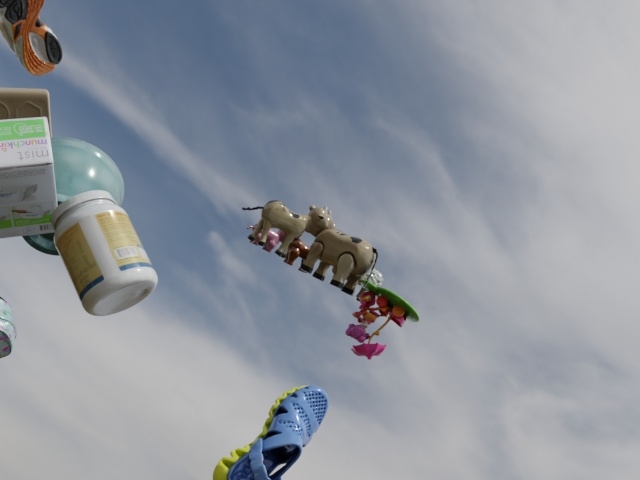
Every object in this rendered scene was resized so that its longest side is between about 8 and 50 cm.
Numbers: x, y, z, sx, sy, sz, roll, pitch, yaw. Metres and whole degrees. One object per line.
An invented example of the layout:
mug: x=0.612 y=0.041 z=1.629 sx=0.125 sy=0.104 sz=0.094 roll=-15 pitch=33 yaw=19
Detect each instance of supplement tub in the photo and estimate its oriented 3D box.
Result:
supplement tub: x=-0.402 y=0.023 z=1.454 sx=0.200 sy=0.144 sz=0.144 roll=61 pitch=-30 yaw=17

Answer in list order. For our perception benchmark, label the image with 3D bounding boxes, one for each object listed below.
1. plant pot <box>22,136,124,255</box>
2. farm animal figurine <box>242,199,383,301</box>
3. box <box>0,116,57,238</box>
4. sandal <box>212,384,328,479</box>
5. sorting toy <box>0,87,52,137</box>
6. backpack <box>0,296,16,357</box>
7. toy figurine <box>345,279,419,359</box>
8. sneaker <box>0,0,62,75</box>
plant pot: x=-0.654 y=-0.086 z=1.990 sx=0.292 sy=0.196 sz=0.293 roll=-3 pitch=-53 yaw=-4
farm animal figurine: x=0.000 y=0.000 z=1.940 sx=0.326 sy=0.172 sz=0.330 roll=27 pitch=-4 yaw=16
box: x=-0.648 y=-0.109 z=1.517 sx=0.231 sy=0.261 sz=0.127 roll=109 pitch=-32 yaw=-54
sandal: x=-0.078 y=0.437 z=1.683 sx=0.138 sy=0.317 sz=0.126 roll=-9 pitch=-59 yaw=52
sorting toy: x=-0.815 y=-0.301 z=2.103 sx=0.192 sy=0.038 sz=0.209 roll=1 pitch=-76 yaw=-4
backpack: x=-0.714 y=0.190 z=1.604 sx=0.152 sy=0.181 sz=0.115 roll=93 pitch=-22 yaw=-51
toy figurine: x=0.121 y=0.200 z=1.881 sx=0.173 sy=0.159 sz=0.130 roll=32 pitch=-17 yaw=24
sneaker: x=-0.551 y=-0.422 z=1.401 sx=0.121 sy=0.099 sz=0.263 roll=36 pitch=-35 yaw=25
